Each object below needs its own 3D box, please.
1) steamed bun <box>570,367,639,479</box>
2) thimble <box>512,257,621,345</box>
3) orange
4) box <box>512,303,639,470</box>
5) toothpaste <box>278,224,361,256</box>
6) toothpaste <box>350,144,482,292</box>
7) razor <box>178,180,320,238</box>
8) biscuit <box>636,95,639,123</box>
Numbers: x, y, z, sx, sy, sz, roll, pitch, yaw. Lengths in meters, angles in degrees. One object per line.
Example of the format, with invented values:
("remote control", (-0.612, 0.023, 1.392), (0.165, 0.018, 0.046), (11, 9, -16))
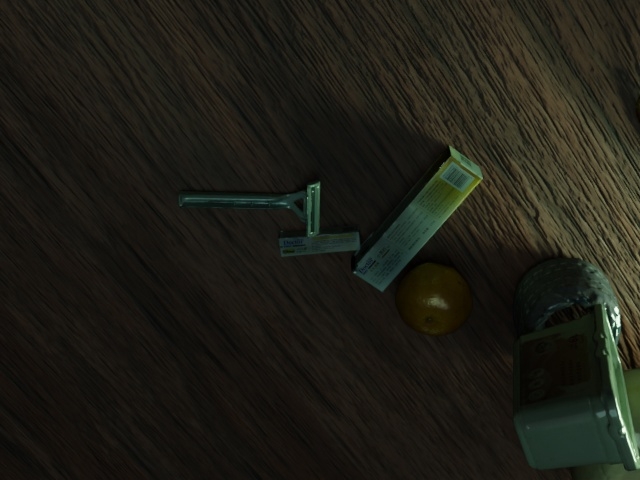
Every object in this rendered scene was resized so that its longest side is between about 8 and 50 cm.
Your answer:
("steamed bun", (0.688, 0.418, 1.964), (0.371, 0.290, 0.455), (-7, 134, 7))
("thimble", (0.481, 0.165, 1.916), (0.205, 0.172, 0.236), (22, 117, -5))
("orange", (0.226, 0.114, 1.929), (0.155, 0.134, 0.154), (11, 138, 10))
("box", (0.442, 0.269, 1.716), (0.183, 0.312, 0.175), (-16, 114, 18))
("toothpaste", (0.000, 0.000, 1.926), (0.164, 0.034, 0.046), (-5, 117, 5))
("toothpaste", (0.182, -0.037, 1.881), (0.089, 0.071, 0.313), (33, 113, -16))
("razor", (-0.138, -0.075, 1.891), (0.278, 0.056, 0.111), (5, 116, 8))
("biscuit", (0.705, -0.208, 1.731), (0.255, 0.029, 0.172), (-7, 123, 43))
